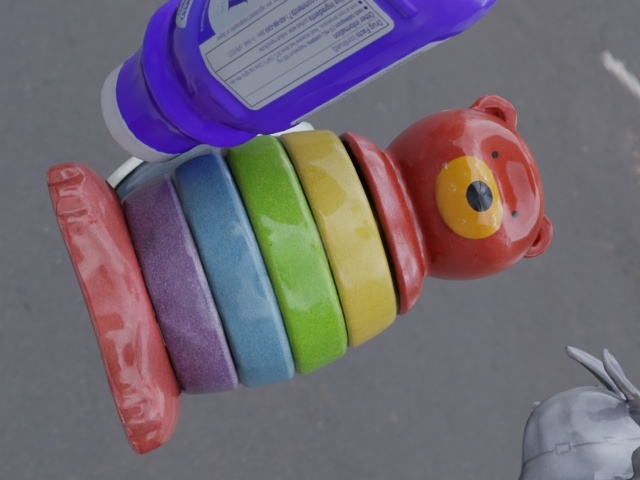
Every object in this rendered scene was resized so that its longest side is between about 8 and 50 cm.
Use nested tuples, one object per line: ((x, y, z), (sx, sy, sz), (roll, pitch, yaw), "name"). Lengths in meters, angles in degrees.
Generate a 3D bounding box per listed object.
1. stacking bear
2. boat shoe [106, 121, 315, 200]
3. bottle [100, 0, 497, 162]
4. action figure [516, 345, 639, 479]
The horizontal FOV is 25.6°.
((0.000, 0.000, 0.870), (0.164, 0.289, 0.175), (145, -73, -84), "stacking bear")
((-0.074, -0.037, 1.139), (0.079, 0.095, 0.254), (53, 32, 18), "boat shoe")
((-0.019, -0.118, 0.757), (0.092, 0.283, 0.118), (42, 51, -21), "bottle")
((0.118, 0.152, 0.343), (0.099, 0.185, 0.285), (-14, 64, -19), "action figure")
